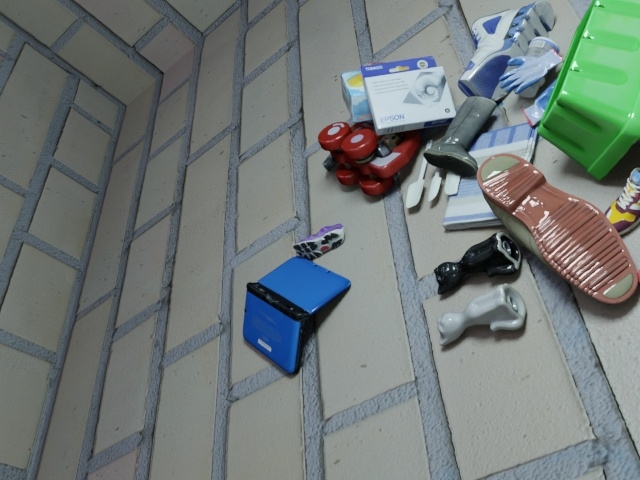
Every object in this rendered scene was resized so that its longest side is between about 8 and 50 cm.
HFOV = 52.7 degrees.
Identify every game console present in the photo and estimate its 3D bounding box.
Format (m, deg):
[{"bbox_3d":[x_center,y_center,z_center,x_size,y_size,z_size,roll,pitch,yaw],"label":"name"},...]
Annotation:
[{"bbox_3d":[-0.073,0.199,1.811,0.293,0.173,0.250,23,110,53],"label":"game console"}]

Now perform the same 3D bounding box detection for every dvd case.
[{"bbox_3d":[0.052,-0.273,2.022,0.013,0.087,0.119,41,93,11],"label":"dvd case"}]

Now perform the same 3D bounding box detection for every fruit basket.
[{"bbox_3d":[0.673,-0.311,1.284,0.391,0.283,0.392,-1,72,2],"label":"fruit basket"}]

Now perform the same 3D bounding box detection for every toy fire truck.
[{"bbox_3d":[0.160,-0.281,1.855,0.254,0.169,0.302,-40,35,-14],"label":"toy fire truck"}]

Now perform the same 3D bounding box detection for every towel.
[{"bbox_3d":[0.414,-0.154,1.563,0.209,0.034,0.285,-7,54,47],"label":"towel"}]

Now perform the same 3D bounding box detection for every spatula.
[{"bbox_3d":[0.309,-0.199,1.701,0.168,0.019,0.242,-21,43,47],"label":"spatula"}]

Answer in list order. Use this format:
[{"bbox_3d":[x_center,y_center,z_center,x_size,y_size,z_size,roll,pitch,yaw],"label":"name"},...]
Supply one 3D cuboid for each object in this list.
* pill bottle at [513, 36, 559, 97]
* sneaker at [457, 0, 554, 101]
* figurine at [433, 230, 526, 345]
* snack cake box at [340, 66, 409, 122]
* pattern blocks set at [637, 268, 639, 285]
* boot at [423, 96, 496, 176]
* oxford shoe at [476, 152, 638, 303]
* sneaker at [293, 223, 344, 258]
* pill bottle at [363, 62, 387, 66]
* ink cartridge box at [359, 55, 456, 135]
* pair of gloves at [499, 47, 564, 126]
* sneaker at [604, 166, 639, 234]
[{"bbox_3d":[0.536,-0.432,1.618,0.078,0.078,0.137,15,73,52],"label":"pill bottle"},{"bbox_3d":[0.466,-0.507,1.734,0.315,0.127,0.182,-50,32,-7],"label":"sneaker"},{"bbox_3d":[0.330,0.113,1.403,0.209,0.092,0.215,-29,43,41],"label":"figurine"},{"bbox_3d":[0.203,-0.434,1.863,0.264,0.089,0.152,-11,41,-5],"label":"snack cake box"},{"bbox_3d":[0.731,0.027,1.074,0.325,0.026,0.285,-45,37,11],"label":"pattern blocks set"},{"bbox_3d":[0.378,-0.267,1.628,0.208,0.076,0.189,-44,41,-12],"label":"boot"},{"bbox_3d":[0.479,-0.017,1.311,0.140,0.146,0.397,-34,57,1],"label":"oxford shoe"},{"bbox_3d":[0.000,0.000,1.879,0.169,0.068,0.071,-20,31,25],"label":"sneaker"},{"bbox_3d":[0.201,-0.521,2.049,0.152,0.086,0.086,20,76,53],"label":"pill bottle"},{"bbox_3d":[0.235,-0.406,1.750,0.223,0.045,0.224,-11,71,-6],"label":"ink cartridge box"},{"bbox_3d":[0.528,-0.374,1.546,0.159,0.023,0.198,-31,68,7],"label":"pair of gloves"},{"bbox_3d":[0.610,-0.093,1.254,0.185,0.084,0.070,-46,37,9],"label":"sneaker"}]
